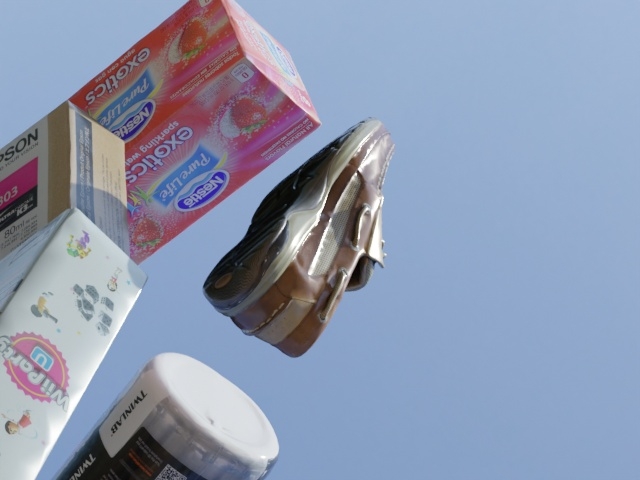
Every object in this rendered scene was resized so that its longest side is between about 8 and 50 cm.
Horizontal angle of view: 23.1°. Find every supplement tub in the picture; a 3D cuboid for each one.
[{"bbox_3d":[-0.225,0.323,1.935,0.338,0.207,0.207,-51,-152,13],"label":"supplement tub"}]

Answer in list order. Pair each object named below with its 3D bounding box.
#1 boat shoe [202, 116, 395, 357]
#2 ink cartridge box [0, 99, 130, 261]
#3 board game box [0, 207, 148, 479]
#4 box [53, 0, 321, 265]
[{"bbox_3d":[0.000,0.000,1.516,0.122,0.120,0.324,-34,-167,40],"label":"boat shoe"},{"bbox_3d":[-0.299,0.004,1.526,0.234,0.088,0.193,-34,-138,21],"label":"ink cartridge box"},{"bbox_3d":[-0.286,0.135,1.249,0.224,0.097,0.303,-34,-161,33],"label":"board game box"},{"bbox_3d":[-0.171,-0.120,1.752,0.300,0.154,0.142,-36,-133,14],"label":"box"}]
